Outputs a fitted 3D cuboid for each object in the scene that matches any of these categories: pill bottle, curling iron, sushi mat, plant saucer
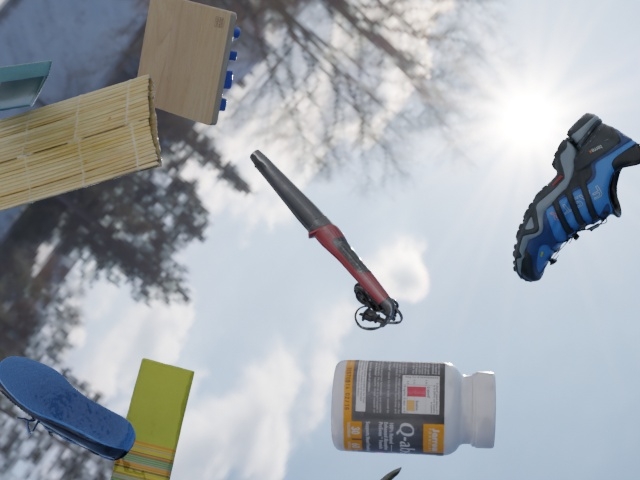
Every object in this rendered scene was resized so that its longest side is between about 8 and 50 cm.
[{"bbox_3d":[0.162,0.291,1.917,0.278,0.162,0.162,1,-146,7],"label":"pill bottle"},{"bbox_3d":[0.000,0.000,1.323,0.035,0.274,0.068,-33,170,-43],"label":"curling iron"},{"bbox_3d":[-0.339,-0.099,1.286,0.316,0.019,0.151,-15,-126,8],"label":"sushi mat"},{"bbox_3d":[-0.350,-0.174,1.263,0.067,0.018,0.192,-13,179,-21],"label":"plant saucer"}]

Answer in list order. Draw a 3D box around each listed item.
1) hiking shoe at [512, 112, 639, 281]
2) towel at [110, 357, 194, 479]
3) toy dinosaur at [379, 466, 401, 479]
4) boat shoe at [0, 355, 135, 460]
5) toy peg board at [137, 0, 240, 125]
[{"bbox_3d":[0.408,-0.047,1.766,0.113,0.132,0.304,-33,148,-56],"label":"hiking shoe"},{"bbox_3d":[-0.297,0.332,1.948,0.021,0.102,0.237,137,-32,-62],"label":"towel"},{"bbox_3d":[0.025,0.435,1.406,0.313,0.160,0.121,-57,-134,15],"label":"toy dinosaur"},{"bbox_3d":[-0.436,0.295,1.832,0.109,0.258,0.089,-49,173,-43],"label":"boat shoe"},{"bbox_3d":[-0.177,-0.263,1.602,0.160,0.079,0.161,21,-74,34],"label":"toy peg board"}]
